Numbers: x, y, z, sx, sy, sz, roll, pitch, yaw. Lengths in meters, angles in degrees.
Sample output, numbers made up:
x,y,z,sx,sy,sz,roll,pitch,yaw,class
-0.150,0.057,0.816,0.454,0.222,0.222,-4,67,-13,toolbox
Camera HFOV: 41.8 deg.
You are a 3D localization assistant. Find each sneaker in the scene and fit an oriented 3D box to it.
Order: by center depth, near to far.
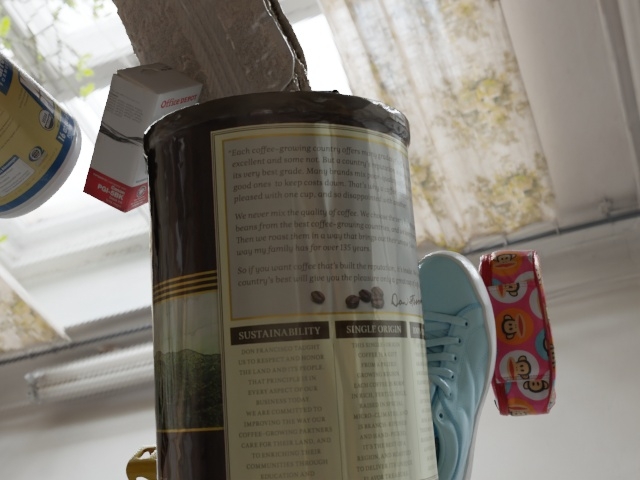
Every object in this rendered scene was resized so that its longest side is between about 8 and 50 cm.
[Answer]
x,y,z,sx,sy,sz,roll,pitch,yaw,class
0.146,0.190,1.081,0.135,0.150,0.366,0,-97,23,sneaker

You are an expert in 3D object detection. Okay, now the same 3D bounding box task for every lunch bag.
x,y,z,sx,sy,sz,roll,pitch,yaw,class
0.364,0.160,1.522,0.120,0.258,0.293,-7,-93,17,lunch bag

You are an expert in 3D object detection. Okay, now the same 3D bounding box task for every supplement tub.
x,y,z,sx,sy,sz,roll,pitch,yaw,class
-0.362,-0.129,0.865,0.144,0.200,0.144,-16,-127,22,supplement tub

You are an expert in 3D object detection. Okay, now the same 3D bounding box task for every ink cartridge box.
x,y,z,sx,sy,sz,roll,pitch,yaw,class
-0.185,-0.109,0.876,0.056,0.135,0.099,26,-156,11,ink cartridge box

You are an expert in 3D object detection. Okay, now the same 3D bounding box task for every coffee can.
x,y,z,sx,sy,sz,roll,pitch,yaw,class
-0.023,0.055,0.611,0.201,0.201,0.275,-9,-102,24,coffee can

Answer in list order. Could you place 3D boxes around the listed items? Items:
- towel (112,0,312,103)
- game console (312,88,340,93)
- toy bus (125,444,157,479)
x,y,z,sx,sy,sz,roll,pitch,yaw,class
-0.135,-0.242,0.918,0.187,0.282,0.049,-29,175,31,towel
-0.029,-0.186,1.901,0.250,0.173,0.293,8,-127,38,game console
-0.275,0.443,1.623,0.202,0.104,0.191,-24,-162,-18,toy bus
